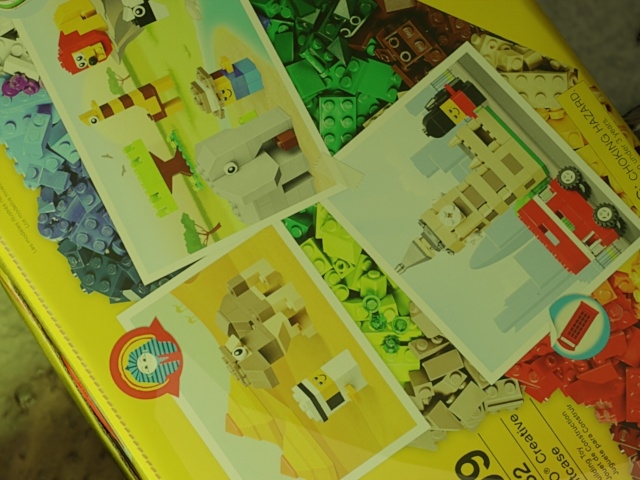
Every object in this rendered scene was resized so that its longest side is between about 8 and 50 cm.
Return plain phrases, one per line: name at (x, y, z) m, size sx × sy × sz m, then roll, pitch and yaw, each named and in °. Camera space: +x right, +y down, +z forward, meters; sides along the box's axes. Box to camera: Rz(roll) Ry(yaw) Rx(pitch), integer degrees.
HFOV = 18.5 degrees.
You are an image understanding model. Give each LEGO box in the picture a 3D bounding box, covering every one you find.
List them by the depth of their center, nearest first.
LEGO box at (0.000, 0.000, 1.270) m, size 0.372 × 0.193 × 0.500 m, roll -33°, pitch 80°, yaw -12°

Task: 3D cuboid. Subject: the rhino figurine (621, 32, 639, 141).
rhino figurine at (0.295, -0.143, 1.447) m, size 0.106 × 0.073 × 0.243 m, roll 31°, pitch 84°, yaw -4°
